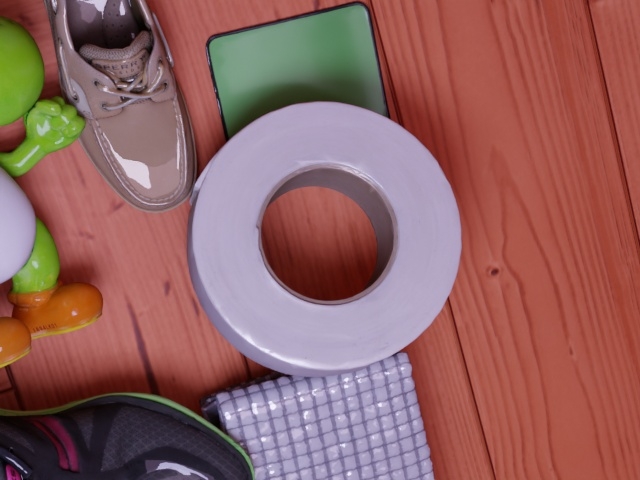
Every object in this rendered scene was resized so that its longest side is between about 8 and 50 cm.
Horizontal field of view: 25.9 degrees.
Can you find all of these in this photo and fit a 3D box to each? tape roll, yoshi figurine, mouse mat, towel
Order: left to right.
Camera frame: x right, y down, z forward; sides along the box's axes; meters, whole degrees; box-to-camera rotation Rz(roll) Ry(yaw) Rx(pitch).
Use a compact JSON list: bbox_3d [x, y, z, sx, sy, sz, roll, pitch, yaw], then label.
[{"bbox_3d":[-0.323,-0.068,1.369,0.203,0.203,0.362,-18,99,-7],"label":"yoshi figurine"},{"bbox_3d":[-0.023,-0.170,1.531,0.189,0.007,0.153,-15,106,-11],"label":"mouse mat"},{"bbox_3d":[0.000,0.000,1.468,0.286,0.100,0.286,1,80,-9],"label":"tape roll"},{"bbox_3d":[0.002,0.263,1.581,0.235,0.121,0.284,-16,107,-9],"label":"towel"}]

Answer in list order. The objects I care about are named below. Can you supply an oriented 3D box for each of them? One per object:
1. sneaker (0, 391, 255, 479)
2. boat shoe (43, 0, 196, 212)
[{"bbox_3d":[-0.297,0.248,1.387,0.482,0.202,0.185,9,111,-19],"label":"sneaker"},{"bbox_3d":[-0.213,-0.179,1.421,0.121,0.110,0.341,-23,107,-9],"label":"boat shoe"}]
